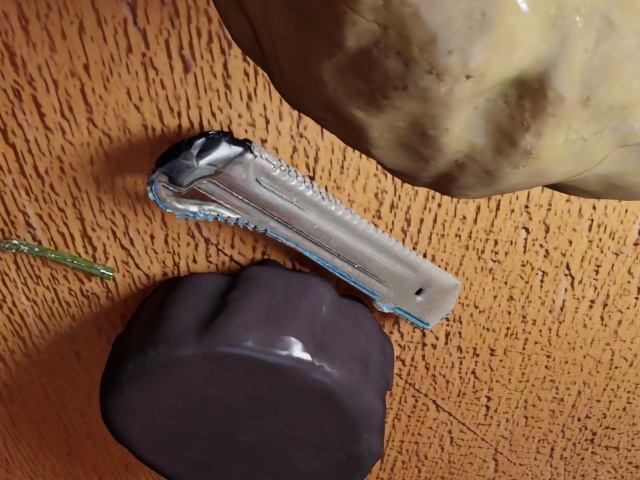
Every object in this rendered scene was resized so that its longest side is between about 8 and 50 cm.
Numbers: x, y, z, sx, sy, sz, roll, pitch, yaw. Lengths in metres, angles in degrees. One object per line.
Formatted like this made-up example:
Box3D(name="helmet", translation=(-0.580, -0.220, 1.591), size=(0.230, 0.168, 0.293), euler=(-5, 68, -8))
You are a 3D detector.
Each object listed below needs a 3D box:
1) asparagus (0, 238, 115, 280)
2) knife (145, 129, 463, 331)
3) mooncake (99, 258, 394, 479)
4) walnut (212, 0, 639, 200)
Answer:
Box3D(name="asparagus", translation=(-0.245, 0.016, 1.069), size=(0.114, 0.015, 0.014), euler=(19, 155, -24))
Box3D(name="knife", translation=(-0.001, -0.004, 1.031), size=(0.365, 0.043, 0.089), euler=(29, 117, -37))
Box3D(name="mooncake", translation=(-0.069, 0.138, 1.135), size=(0.283, 0.141, 0.283), euler=(2, 134, 2))
Box3D(name="walnut", translation=(0.110, -0.200, 0.555), size=(0.383, 0.383, 0.383), euler=(-1, 142, -1))
